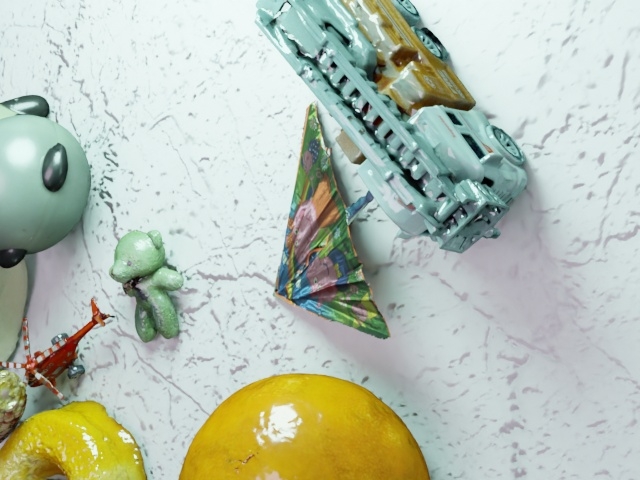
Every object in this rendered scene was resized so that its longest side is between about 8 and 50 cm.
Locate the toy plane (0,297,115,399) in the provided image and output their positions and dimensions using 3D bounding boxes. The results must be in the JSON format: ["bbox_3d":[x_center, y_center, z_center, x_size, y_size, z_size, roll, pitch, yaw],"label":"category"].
[{"bbox_3d":[-0.361,0.143,1.269,0.126,0.077,0.194,40,109,24],"label":"toy plane"}]

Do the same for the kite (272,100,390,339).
[{"bbox_3d":[0.000,0.000,1.041,0.234,0.016,0.321,-49,46,45],"label":"kite"}]

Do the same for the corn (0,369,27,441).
[{"bbox_3d":[-0.462,0.239,1.278,0.253,0.086,0.086,-37,69,56],"label":"corn"}]

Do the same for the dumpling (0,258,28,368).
[{"bbox_3d":[-0.634,0.115,1.337,0.395,0.233,0.316,4,101,-2],"label":"dumpling"}]

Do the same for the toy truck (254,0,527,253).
[{"bbox_3d":[0.072,-0.127,0.924,0.133,0.184,0.338,-42,69,27],"label":"toy truck"}]

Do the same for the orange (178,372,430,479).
[{"bbox_3d":[-0.020,0.282,0.969,0.284,0.226,0.284,1,92,26],"label":"orange"}]

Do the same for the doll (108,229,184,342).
[{"bbox_3d":[-0.231,0.060,1.191,0.115,0.077,0.150,-11,96,42],"label":"doll"}]

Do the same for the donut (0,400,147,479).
[{"bbox_3d":[-0.352,0.348,1.252,0.253,0.118,0.253,-7,74,25],"label":"donut"}]

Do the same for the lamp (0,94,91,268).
[{"bbox_3d":[-0.418,-0.092,1.250,0.198,0.197,0.244,-56,41,20],"label":"lamp"}]
